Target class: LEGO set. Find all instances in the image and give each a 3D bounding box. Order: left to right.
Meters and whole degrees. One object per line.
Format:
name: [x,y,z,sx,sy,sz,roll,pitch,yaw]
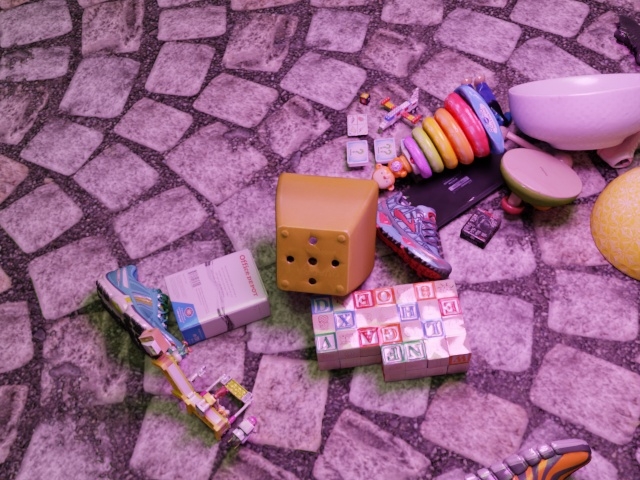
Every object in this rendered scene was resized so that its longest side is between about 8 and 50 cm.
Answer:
LEGO set: [-0.225,0.268,1.525,0.287,0.132,0.107,47,63,5]
LEGO set: [0.152,-0.285,1.901,0.182,0.060,0.244,-4,49,5]

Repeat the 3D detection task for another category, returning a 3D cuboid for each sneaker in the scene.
sneaker: [-0.361,0.147,1.637,0.110,0.107,0.275,-32,60,-27]
sneaker: [0.203,-0.021,1.667,0.125,0.104,0.262,-41,49,-3]
sneaker: [0.348,0.476,1.368,0.321,0.124,0.180,-24,61,1]
sneaker: [0.798,-0.519,2.029,0.089,0.051,0.170,14,54,13]
sneaker: [0.719,-0.211,1.827,0.134,0.051,0.070,-24,58,-7]

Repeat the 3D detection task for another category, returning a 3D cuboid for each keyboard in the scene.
keyboard: [0.294,-0.149,1.828,0.317,0.033,0.201,-33,61,-18]

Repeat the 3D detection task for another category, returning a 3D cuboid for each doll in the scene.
doll: [0.405,-0.316,1.921,0.129,0.046,0.189,-14,62,-17]

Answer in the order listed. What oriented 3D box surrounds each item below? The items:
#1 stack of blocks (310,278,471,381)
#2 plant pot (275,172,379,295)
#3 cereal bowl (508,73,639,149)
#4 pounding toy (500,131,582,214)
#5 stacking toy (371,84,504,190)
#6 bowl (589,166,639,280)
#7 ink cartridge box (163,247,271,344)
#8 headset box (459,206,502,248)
stack of blocks: [0.137,0.188,1.579,0.297,0.087,0.171,-7,56,-1]
plant pot: [0.000,0.000,1.598,0.212,0.212,0.187,5,26,8]
cereal bowl: [0.599,-0.289,1.782,0.339,0.141,0.339,-5,16,2]
pounding toy: [0.474,-0.124,1.759,0.183,0.110,0.237,19,36,1]
stacking toy: [0.246,-0.206,1.771,0.302,0.166,0.175,-30,96,4]
bowl: [0.736,-0.064,1.666,0.289,0.156,0.289,-2,57,2]
ink cartridge box: [-0.216,0.118,1.654,0.190,0.082,0.140,-18,57,-10]
headset box: [0.357,-0.031,1.742,0.062,0.032,0.083,30,62,21]
